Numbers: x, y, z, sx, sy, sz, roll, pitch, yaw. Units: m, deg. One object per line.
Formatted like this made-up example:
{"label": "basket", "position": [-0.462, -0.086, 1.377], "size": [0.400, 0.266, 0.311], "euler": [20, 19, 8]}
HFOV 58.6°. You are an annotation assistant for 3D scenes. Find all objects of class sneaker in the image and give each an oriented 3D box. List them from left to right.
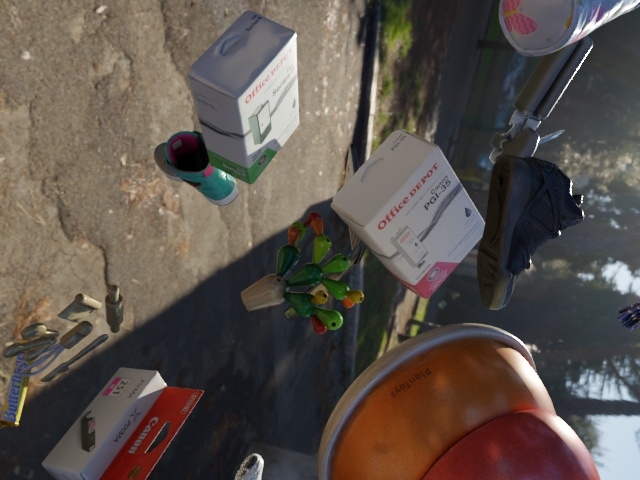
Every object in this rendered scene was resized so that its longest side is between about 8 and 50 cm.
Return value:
{"label": "sneaker", "position": [-0.348, -0.210, 1.436], "size": [0.124, 0.295, 0.178], "euler": [-51, 151, -16]}
{"label": "sneaker", "position": [-0.123, 0.583, 1.206], "size": [0.094, 0.152, 0.235], "euler": [139, -31, -76]}
{"label": "sneaker", "position": [0.297, -0.004, 0.806], "size": [0.087, 0.130, 0.228], "euler": [-111, -155, -71]}

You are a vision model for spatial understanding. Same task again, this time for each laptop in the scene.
{"label": "laptop", "position": [0.000, 0.000, 1.590], "size": [0.382, 0.236, 0.408], "euler": [94, -11, -78]}

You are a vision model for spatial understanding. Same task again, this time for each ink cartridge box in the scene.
{"label": "ink cartridge box", "position": [-0.427, 0.406, 1.249], "size": [0.275, 0.238, 0.060], "euler": [-58, 135, -46]}
{"label": "ink cartridge box", "position": [-0.149, -0.290, 1.196], "size": [0.211, 0.121, 0.289], "euler": [-56, 166, -23]}
{"label": "ink cartridge box", "position": [0.182, -0.045, 1.127], "size": [0.207, 0.117, 0.283], "euler": [-48, 133, -3]}

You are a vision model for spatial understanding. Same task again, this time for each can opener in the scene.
{"label": "can opener", "position": [0.411, -0.249, 1.065], "size": [0.074, 0.093, 0.281], "euler": [5, 122, -32]}

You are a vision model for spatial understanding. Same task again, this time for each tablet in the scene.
{"label": "tablet", "position": [0.470, -0.213, 1.211], "size": [0.054, 0.083, 0.006], "euler": [49, 20, -82]}

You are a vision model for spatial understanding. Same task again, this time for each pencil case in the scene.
{"label": "pencil case", "position": [0.367, -0.349, 0.788], "size": [0.273, 0.113, 0.124], "euler": [-33, 156, -29]}

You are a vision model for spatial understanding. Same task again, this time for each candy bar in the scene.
{"label": "candy bar", "position": [-0.556, 0.262, 1.049], "size": [0.018, 0.040, 0.162], "euler": [90, 3, -68]}

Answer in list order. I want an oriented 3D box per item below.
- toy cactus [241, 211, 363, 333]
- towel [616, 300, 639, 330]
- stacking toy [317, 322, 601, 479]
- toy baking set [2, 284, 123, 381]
{"label": "toy cactus", "position": [-0.037, 0.064, 0.920], "size": [0.112, 0.180, 0.219], "euler": [64, 4, -63]}
{"label": "towel", "position": [0.658, 0.050, 0.888], "size": [0.040, 0.243, 0.336], "euler": [67, -22, 17]}
{"label": "stacking toy", "position": [0.232, 0.353, 0.638], "size": [0.480, 0.350, 0.351], "euler": [-131, -141, -55]}
{"label": "toy baking set", "position": [-0.428, 0.160, 0.971], "size": [0.196, 0.030, 0.256], "euler": [-26, 159, -27]}
